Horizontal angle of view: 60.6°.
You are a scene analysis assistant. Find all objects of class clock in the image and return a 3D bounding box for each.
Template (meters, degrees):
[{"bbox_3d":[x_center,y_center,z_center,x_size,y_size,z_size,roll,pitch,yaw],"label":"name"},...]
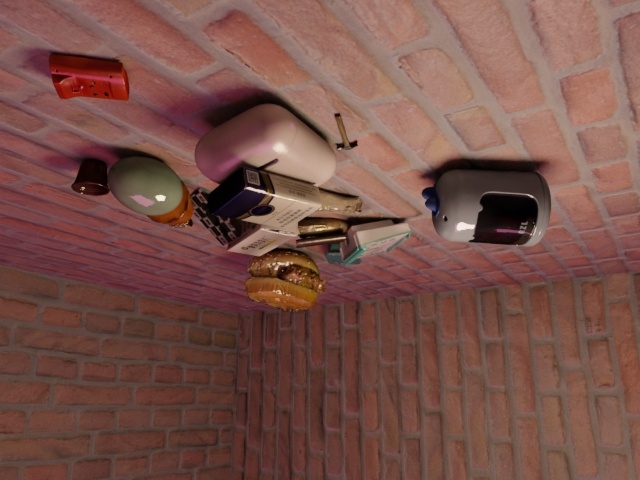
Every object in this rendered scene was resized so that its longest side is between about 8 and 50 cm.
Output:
[{"bbox_3d":[-0.505,-0.350,1.212,0.154,0.061,0.113,2,163,-11],"label":"clock"},{"bbox_3d":[0.211,-0.005,2.228,0.231,0.116,0.262,-15,169,-17],"label":"clock"}]

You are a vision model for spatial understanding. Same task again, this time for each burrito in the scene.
[{"bbox_3d":[0.046,-0.130,1.905,0.225,0.087,0.060,6,172,-29],"label":"burrito"}]

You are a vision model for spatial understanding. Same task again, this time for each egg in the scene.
[{"bbox_3d":[-0.522,-0.164,1.641,0.230,0.168,0.168,22,153,-40],"label":"egg"}]

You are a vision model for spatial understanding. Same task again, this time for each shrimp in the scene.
[{"bbox_3d":[-0.030,-0.040,2.207,0.316,0.077,0.168,-1,165,-15],"label":"shrimp"}]

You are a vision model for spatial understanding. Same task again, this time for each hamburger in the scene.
[{"bbox_3d":[-0.126,0.186,2.628,0.286,0.269,0.445,-8,157,33],"label":"hamburger"}]

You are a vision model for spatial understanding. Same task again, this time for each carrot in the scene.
[{"bbox_3d":[-0.493,-0.121,1.861,0.158,0.159,0.225,-1,173,4],"label":"carrot"}]

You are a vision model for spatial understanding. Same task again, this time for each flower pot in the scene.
[{"bbox_3d":[-0.697,-0.196,1.673,0.111,0.089,0.111,-1,163,0],"label":"flower pot"}]

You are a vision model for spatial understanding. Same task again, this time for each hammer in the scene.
[{"bbox_3d":[0.063,-0.289,1.475,0.062,0.017,0.182,-3,162,9],"label":"hammer"}]

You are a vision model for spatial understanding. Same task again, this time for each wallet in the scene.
[{"bbox_3d":[0.000,0.000,2.169,0.197,0.031,0.110,-8,175,-5],"label":"wallet"}]

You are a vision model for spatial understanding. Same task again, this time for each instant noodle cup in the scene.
[{"bbox_3d":[0.106,0.060,2.549,0.156,0.070,0.179,-1,164,8],"label":"instant noodle cup"}]

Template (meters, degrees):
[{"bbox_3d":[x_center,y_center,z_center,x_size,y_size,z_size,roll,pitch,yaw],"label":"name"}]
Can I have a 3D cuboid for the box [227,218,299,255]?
[{"bbox_3d":[-0.205,-0.069,1.941,0.145,0.173,0.332,9,161,-29],"label":"box"}]

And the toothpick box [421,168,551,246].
[{"bbox_3d":[0.499,-0.112,1.718,0.354,0.263,0.263,3,163,-5],"label":"toothpick box"}]

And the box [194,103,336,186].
[{"bbox_3d":[-0.137,-0.216,1.459,0.288,0.141,0.349,-20,156,25],"label":"box"}]

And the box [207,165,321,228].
[{"bbox_3d":[-0.144,-0.106,1.439,0.259,0.071,0.168,9,151,-43],"label":"box"}]

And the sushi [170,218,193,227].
[{"bbox_3d":[-0.562,-0.077,2.134,0.120,0.055,0.052,16,163,-38],"label":"sushi"}]

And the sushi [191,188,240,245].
[{"bbox_3d":[-0.374,-0.093,1.970,0.215,0.050,0.192,50,150,-11],"label":"sushi"}]
